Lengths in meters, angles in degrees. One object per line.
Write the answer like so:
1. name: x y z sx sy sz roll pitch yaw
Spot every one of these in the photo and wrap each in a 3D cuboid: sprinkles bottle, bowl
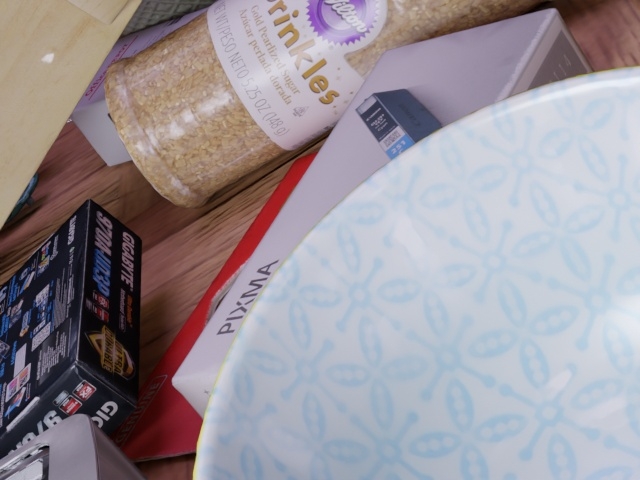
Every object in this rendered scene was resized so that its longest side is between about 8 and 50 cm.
1. sprinkles bottle: 0.027 -0.153 1.315 0.355 0.121 0.121 -30 26 17
2. bowl: 0.115 0.094 0.697 0.289 0.156 0.289 -17 46 18

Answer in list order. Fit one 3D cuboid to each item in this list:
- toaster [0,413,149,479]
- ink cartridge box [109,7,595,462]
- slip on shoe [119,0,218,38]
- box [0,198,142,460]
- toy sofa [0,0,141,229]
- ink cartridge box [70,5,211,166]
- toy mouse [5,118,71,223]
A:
1. toaster: -0.135 0.192 0.940 0.186 0.110 0.168 -32 26 9
2. ink cartridge box: 0.000 0.000 1.151 0.261 0.066 0.296 -12 35 42
3. slip on shoe: -0.044 -0.257 1.562 0.331 0.123 0.101 -27 63 11
4. box: -0.186 0.090 1.210 0.175 0.051 0.220 -45 22 16
5. toy sofa: -0.259 -0.105 1.410 0.362 0.150 0.177 -56 12 18
6. ink cartridge box: -0.124 -0.121 1.526 0.180 0.060 0.104 -12 35 41
7. toy mouse: -0.287 -0.049 1.583 0.161 0.031 0.143 10 63 7
